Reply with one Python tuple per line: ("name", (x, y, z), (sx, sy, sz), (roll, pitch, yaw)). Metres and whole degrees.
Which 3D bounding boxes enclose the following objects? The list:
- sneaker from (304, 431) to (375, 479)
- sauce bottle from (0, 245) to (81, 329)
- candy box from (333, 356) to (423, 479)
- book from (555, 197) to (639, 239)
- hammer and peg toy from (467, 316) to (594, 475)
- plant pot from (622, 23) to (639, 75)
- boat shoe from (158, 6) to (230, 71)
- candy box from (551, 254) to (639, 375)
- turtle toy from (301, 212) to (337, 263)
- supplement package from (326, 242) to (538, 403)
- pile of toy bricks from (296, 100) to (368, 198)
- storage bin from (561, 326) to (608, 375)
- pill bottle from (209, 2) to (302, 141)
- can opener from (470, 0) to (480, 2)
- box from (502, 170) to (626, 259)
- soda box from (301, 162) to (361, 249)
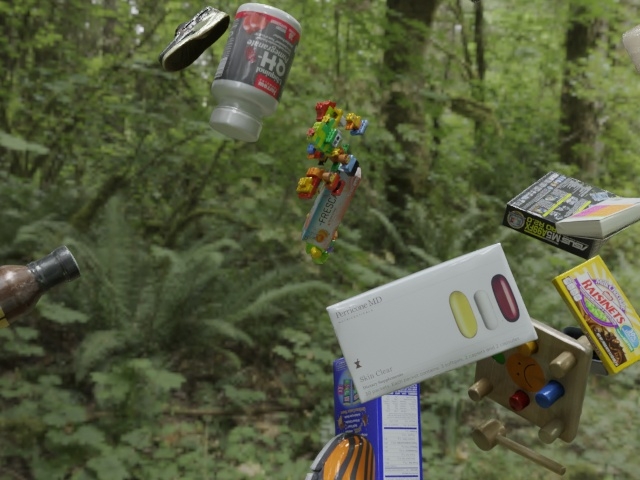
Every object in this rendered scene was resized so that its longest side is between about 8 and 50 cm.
("sneaker", (0.052, 0.437, 1.208), (0.124, 0.321, 0.180), (20, -13, -34))
("sauce bottle", (-0.618, 0.119, 1.618), (0.344, 0.111, 0.111), (-28, 15, -22))
("candy box", (0.127, 0.420, 1.989), (0.122, 0.317, 0.268), (5, -16, -19))
("book", (0.474, -0.042, 1.439), (0.144, 0.035, 0.096), (-21, 14, -30))
("hammer and peg toy", (0.450, 0.323, 1.865), (0.266, 0.361, 0.127), (27, 41, 37))
("plant pot", (0.712, -0.314, 1.577), (0.191, 0.284, 0.284), (-33, -18, 30))
("boat shoe", (-0.308, -0.478, 2.047), (0.073, 0.223, 0.080), (35, -30, 16))
("candy box", (0.531, 0.138, 1.618), (0.105, 0.206, 0.027), (-25, -15, -15))
("turtle toy", (0.000, 0.000, 2.031), (0.066, 0.130, 0.095), (0, 39, -24))
("supplement package", (0.160, 0.118, 1.287), (0.262, 0.145, 0.204), (-22, -5, 4))
("pile of toy bricks", (0.011, -0.190, 1.689), (0.118, 0.212, 0.105), (2, -31, 43))
("storage bin", (0.666, 0.276, 2.154), (0.135, 0.098, 0.091), (10, -35, 30))
("pill bottle", (-0.173, -0.420, 2.197), (0.176, 0.318, 0.176), (17, -8, 2))
("can opener", (0.378, -0.613, 1.764), (0.095, 0.283, 0.076), (43, 15, 24))
("box", (0.581, -0.065, 2.029), (0.216, 0.060, 0.270), (26, 34, 27))
("soda box", (0.022, -0.076, 1.819), (0.063, 0.183, 0.058), (21, 24, -10))
